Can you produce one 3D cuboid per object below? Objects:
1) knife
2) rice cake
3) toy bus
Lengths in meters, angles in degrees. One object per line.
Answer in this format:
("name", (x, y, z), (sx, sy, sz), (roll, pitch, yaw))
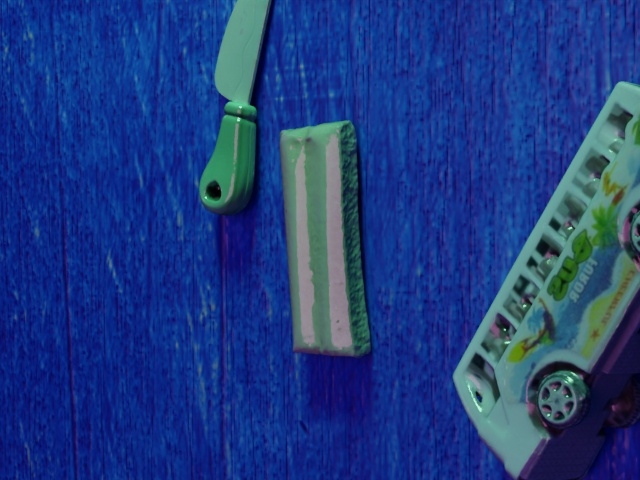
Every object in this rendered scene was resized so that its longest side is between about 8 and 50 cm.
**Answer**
("knife", (-0.080, -0.154, 1.489), (0.063, 0.034, 0.260), (9, 90, 41))
("rice cake", (0.001, 0.001, 1.424), (0.080, 0.042, 0.221), (-5, 89, 34))
("toy bus", (0.228, 0.038, 1.228), (0.136, 0.109, 0.329), (42, 114, 37))
